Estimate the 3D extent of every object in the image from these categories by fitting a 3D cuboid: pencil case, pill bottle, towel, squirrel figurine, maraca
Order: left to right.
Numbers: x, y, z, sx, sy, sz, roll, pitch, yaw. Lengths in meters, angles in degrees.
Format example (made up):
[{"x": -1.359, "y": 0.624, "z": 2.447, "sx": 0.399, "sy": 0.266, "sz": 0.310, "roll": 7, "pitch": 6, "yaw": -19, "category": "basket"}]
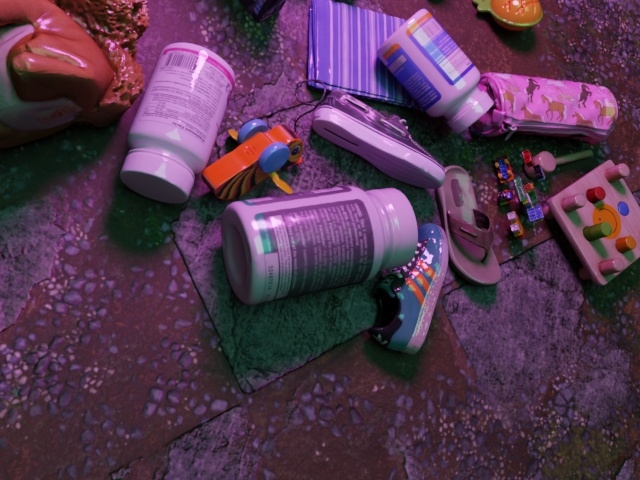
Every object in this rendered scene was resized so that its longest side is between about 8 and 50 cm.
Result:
[{"x": -0.508, "y": -0.392, "z": 1.184, "sx": 0.397, "sy": 0.281, "sz": 0.370, "roll": -16, "pitch": 81, "yaw": -50, "category": "squirrel figurine"}, {"x": -0.281, "y": -0.227, "z": 1.293, "sx": 0.160, "sy": 0.160, "sz": 0.283, "roll": 21, "pitch": 70, "yaw": -16, "category": "pill bottle"}, {"x": 0.000, "y": 0.000, "z": 1.326, "sx": 0.361, "sy": 0.204, "sz": 0.204, "roll": -10, "pitch": 81, "yaw": -23, "category": "pill bottle"}, {"x": 0.127, "y": -0.442, "z": 1.589, "sx": 0.336, "sy": 0.040, "sz": 0.243, "roll": 7, "pitch": 73, "yaw": -23, "category": "towel"}, {"x": 0.271, "y": -0.384, "z": 1.529, "sx": 0.272, "sy": 0.152, "sz": 0.152, "roll": 48, "pitch": 65, "yaw": -5, "category": "pill bottle"}, {"x": 0.497, "y": -0.619, "z": 1.749, "sx": 0.186, "sy": 0.099, "sz": 0.127, "roll": 25, "pitch": 58, "yaw": 12, "category": "maraca"}, {"x": 0.563, "y": -0.329, "z": 1.665, "sx": 0.386, "sy": 0.160, "sz": 0.167, "roll": -1, "pitch": 92, "yaw": -23, "category": "pencil case"}]

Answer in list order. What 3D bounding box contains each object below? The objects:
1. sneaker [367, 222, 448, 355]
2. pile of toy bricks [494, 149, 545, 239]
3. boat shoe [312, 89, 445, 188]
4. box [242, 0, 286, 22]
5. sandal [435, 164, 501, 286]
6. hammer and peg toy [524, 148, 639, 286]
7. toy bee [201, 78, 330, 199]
[{"x": 0.188, "y": 0.088, "z": 1.433, "sx": 0.121, "sy": 0.108, "sz": 0.302, "roll": 23, "pitch": 71, "yaw": -20, "category": "sneaker"}, {"x": 0.507, "y": -0.112, "z": 1.630, "sx": 0.105, "sy": 0.118, "sz": 0.212, "roll": 27, "pitch": 49, "yaw": -55, "category": "pile of toy bricks"}, {"x": 0.148, "y": -0.236, "z": 1.491, "sx": 0.335, "sy": 0.121, "sz": 0.119, "roll": 29, "pitch": 72, "yaw": -11, "category": "boat shoe"}, {"x": -0.127, "y": -0.648, "z": 1.381, "sx": 0.076, "sy": 0.307, "sz": 0.242, "roll": -39, "pitch": 94, "yaw": -29, "category": "box"}, {"x": 0.347, "y": -0.036, "z": 1.541, "sx": 0.120, "sy": 0.086, "sz": 0.302, "roll": -13, "pitch": 82, "yaw": -24, "category": "sandal"}, {"x": 0.699, "y": -0.098, "z": 1.677, "sx": 0.266, "sy": 0.127, "sz": 0.361, "roll": -29, "pitch": 89, "yaw": -26, "category": "hammer and peg toy"}, {"x": -0.093, "y": -0.175, "z": 1.373, "sx": 0.298, "sy": 0.162, "sz": 0.195, "roll": -21, "pitch": 67, "yaw": 5, "category": "toy bee"}]
